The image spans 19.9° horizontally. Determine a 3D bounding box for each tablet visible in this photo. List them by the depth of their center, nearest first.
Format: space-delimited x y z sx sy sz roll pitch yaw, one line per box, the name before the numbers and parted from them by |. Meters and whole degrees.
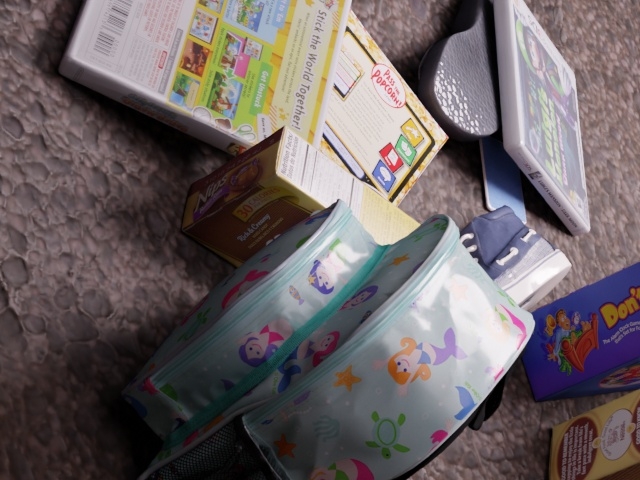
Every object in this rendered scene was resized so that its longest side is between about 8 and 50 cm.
tablet | 0.169 -0.058 1.696 0.054 0.006 0.083 22 51 -38

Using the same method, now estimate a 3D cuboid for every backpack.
backpack | 0.010 0.088 1.227 0.191 0.253 0.225 55 39 -8

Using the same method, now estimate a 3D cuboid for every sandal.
sandal | 0.135 -0.158 1.693 0.097 0.054 0.254 59 28 -15

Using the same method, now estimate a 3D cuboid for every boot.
boot | 0.134 0.036 1.565 0.086 0.069 0.190 44 39 14

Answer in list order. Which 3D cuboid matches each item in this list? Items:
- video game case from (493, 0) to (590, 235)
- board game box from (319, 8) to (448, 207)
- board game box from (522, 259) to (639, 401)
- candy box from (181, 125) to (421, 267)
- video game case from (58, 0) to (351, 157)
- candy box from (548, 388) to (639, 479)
video game case | 0.211 -0.125 1.731 0.173 0.022 0.190 44 38 -49
board game box | 0.017 -0.088 1.512 0.147 0.045 0.193 52 39 -11
board game box | 0.372 0.063 1.667 0.347 0.233 0.078 0 68 -49
candy box | 0.000 0.000 1.388 0.187 0.109 0.053 35 45 -28
video game case | -0.082 -0.170 1.425 0.206 0.026 0.227 25 48 -15
candy box | 0.369 0.179 1.522 0.183 0.316 0.087 39 42 -27
